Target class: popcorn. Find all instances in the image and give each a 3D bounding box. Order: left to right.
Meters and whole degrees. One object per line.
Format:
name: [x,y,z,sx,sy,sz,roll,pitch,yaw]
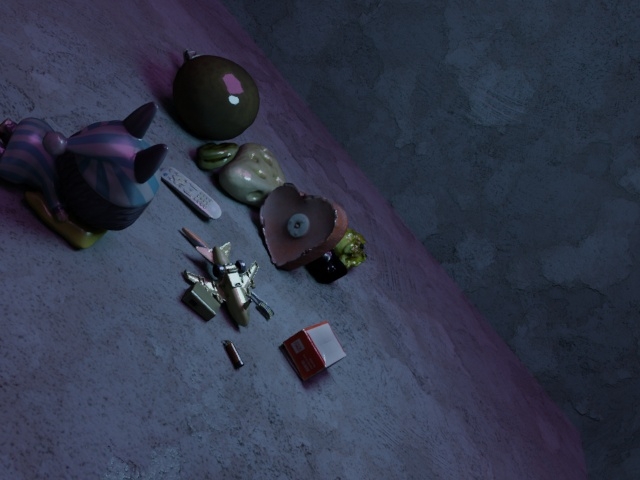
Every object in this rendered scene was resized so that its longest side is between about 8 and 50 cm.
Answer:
popcorn: [0.119,0.046,2.501,0.168,0.173,0.195,61,2,-37]

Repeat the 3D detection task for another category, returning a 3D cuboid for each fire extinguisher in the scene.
fire extinguisher: [-0.227,0.291,1.582,0.028,0.022,0.083,-17,65,-34]

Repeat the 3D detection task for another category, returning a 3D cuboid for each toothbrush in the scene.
toothbrush: [-0.271,0.096,1.806,0.375,0.028,0.037,46,29,-9]

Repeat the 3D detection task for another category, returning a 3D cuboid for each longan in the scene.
longan: [-0.383,-0.520,2.241,0.319,0.319,0.319,41,23,-22]

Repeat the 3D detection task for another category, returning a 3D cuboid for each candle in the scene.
candle: [-0.065,-0.032,2.108,0.316,0.287,0.131,17,-4,34]

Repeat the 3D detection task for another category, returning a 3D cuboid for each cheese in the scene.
cheese: [-0.263,-0.265,2.273,0.351,0.129,0.328,24,35,-51]

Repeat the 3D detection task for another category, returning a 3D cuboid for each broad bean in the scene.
broad bean: [-0.365,-0.317,2.180,0.207,0.153,0.073,-72,164,-61]

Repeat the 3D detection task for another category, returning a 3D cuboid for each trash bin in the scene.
trash bin: [-0.310,0.160,1.606,0.092,0.043,0.061,45,22,-16]

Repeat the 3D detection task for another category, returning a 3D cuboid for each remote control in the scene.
remote control: [-0.407,-0.143,1.920,0.229,0.044,0.073,39,38,-5]

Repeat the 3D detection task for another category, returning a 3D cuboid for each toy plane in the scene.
toy plane: [-0.254,0.119,1.710,0.241,0.104,0.256,-8,55,-43]

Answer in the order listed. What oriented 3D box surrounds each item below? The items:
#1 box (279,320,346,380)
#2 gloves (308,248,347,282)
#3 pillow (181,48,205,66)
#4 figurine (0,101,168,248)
box: [-0.018,0.327,1.824,0.133,0.099,0.182,57,21,11]
gloves: [-0.005,0.007,2.288,0.197,0.152,0.301,23,58,-60]
pillow: [-0.447,-0.634,2.514,0.310,0.138,0.283,37,25,-35]
figurine: [-0.509,-0.217,1.393,0.361,0.377,0.266,38,24,-30]
